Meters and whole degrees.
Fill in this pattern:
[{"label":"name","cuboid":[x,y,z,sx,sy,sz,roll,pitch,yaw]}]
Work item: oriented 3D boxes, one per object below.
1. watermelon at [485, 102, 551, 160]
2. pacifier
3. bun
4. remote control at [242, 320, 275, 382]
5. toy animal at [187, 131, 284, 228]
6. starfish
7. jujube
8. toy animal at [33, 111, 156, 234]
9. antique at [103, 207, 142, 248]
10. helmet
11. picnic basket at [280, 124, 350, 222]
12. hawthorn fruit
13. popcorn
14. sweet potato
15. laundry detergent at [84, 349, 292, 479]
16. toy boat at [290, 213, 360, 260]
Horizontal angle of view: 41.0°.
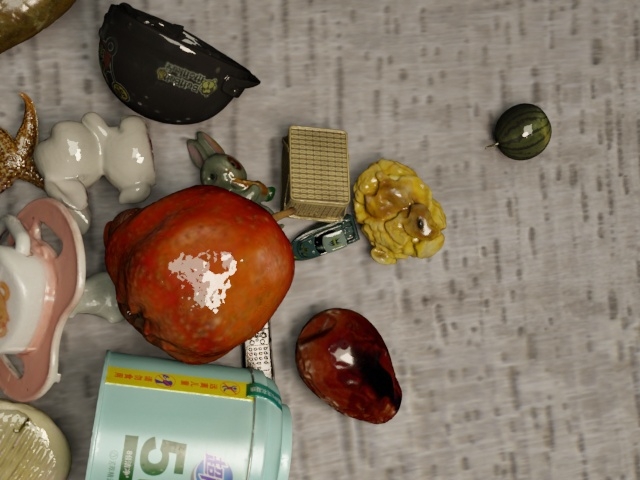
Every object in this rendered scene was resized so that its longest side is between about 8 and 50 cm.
[{"label":"watermelon","cuboid":[0.374,-0.201,1.631,0.133,0.105,0.105,-27,94,0]},{"label":"pacifier","cuboid":[-0.440,0.094,1.367,0.273,0.220,0.332,18,105,-13]},{"label":"bun","cuboid":[-0.523,0.348,1.385,0.237,0.116,0.210,25,93,-3]},{"label":"remote control","cuboid":[-0.116,0.172,1.537,0.059,0.028,0.212,-3,88,-10]},{"label":"toy animal","cuboid":[-0.161,-0.084,1.496,0.138,0.108,0.236,-39,96,-11]},{"label":"starfish","cuboid":[-0.519,-0.133,1.442,0.238,0.057,0.213,35,88,-9]},{"label":"jujube","cuboid":[0.059,0.227,1.515,0.168,0.168,0.236,-48,115,-11]},{"label":"toy animal","cuboid":[-0.367,-0.121,1.425,0.193,0.127,0.179,-19,79,-17]},{"label":"antique","cuboid":[-0.314,-0.006,1.461,0.104,0.104,0.104,1,87,-13]},{"label":"helmet","cuboid":[-0.252,-0.276,1.439,0.278,0.230,0.160,25,101,-33]},{"label":"picnic basket","cuboid":[-0.010,-0.118,1.525,0.115,0.079,0.164,4,67,-14]},{"label":"hawthorn fruit","cuboid":[-0.164,0.033,1.344,0.330,0.287,0.287,-37,96,-24]},{"label":"popcorn","cuboid":[0.145,-0.046,1.555,0.140,0.163,0.194,-28,62,-35]},{"label":"sweet potato","cuboid":[-0.559,-0.364,1.411,0.422,0.130,0.131,-32,95,-7]},{"label":"laundry detergent","cuboid":[-0.212,0.334,1.374,0.305,0.287,0.287,9,85,-12]},{"label":"toy boat","cuboid":[0.000,0.000,1.558,0.141,0.060,0.055,-22,117,-8]}]
